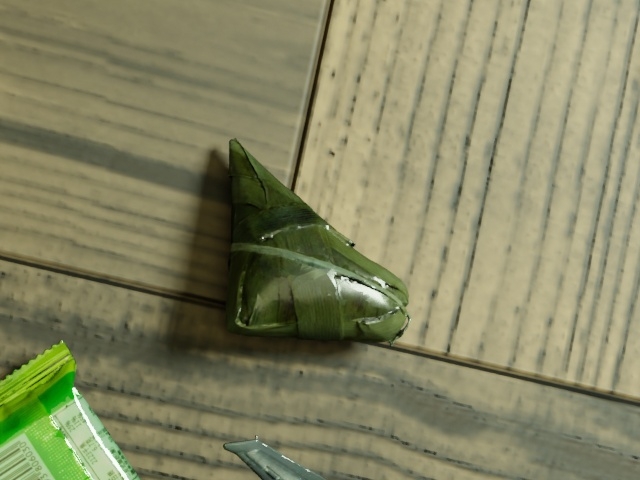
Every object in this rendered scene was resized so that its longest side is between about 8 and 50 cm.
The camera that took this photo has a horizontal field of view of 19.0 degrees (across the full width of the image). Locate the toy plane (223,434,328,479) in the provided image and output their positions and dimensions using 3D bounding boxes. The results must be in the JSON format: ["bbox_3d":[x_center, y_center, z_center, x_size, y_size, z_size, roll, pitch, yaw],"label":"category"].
[{"bbox_3d":[0.022,0.196,1.071,0.226,0.058,0.226,-26,106,-22],"label":"toy plane"}]

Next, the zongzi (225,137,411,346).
[{"bbox_3d":[0.000,0.000,1.102,0.109,0.055,0.119,5,71,-14],"label":"zongzi"}]

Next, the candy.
[{"bbox_3d":[-0.135,0.156,1.061,0.102,0.032,0.178,-35,91,-17],"label":"candy"}]
